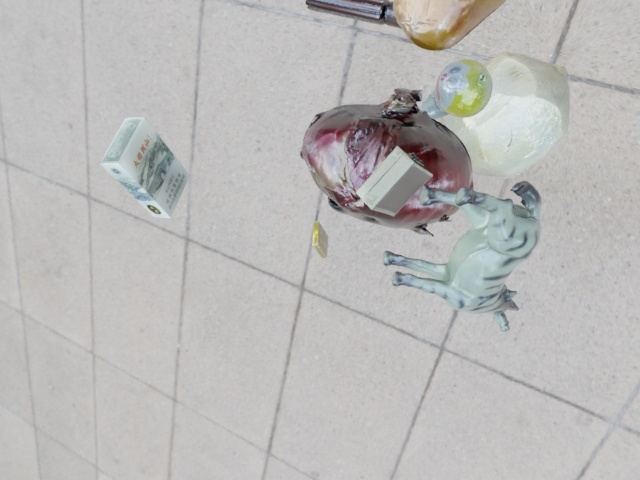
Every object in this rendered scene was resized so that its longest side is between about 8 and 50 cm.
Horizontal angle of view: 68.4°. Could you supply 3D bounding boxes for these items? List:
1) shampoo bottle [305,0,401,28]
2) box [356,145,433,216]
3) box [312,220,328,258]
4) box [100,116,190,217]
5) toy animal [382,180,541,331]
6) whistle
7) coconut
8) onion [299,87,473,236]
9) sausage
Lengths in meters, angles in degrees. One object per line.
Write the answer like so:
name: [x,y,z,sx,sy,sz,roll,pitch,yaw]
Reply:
shampoo bottle: [0.122,-0.751,1.511,0.323,0.129,0.084,18,115,12]
box: [0.098,-0.075,0.609,0.083,0.079,0.035,-48,65,19]
box: [0.000,0.000,1.616,0.022,0.156,0.089,-3,73,13]
box: [-0.157,-0.065,0.432,0.024,0.054,0.083,6,152,21]
toy animal: [0.165,0.023,0.483,0.176,0.073,0.217,10,140,-11]
whistle: [0.280,-0.319,1.023,0.123,0.123,0.223,65,159,-8]
coconut: [0.570,-0.378,1.412,0.360,0.346,0.346,-30,95,29]
onion: [0.116,-0.151,0.826,0.314,0.314,0.232,19,112,19]
sausage: [0.188,-0.319,0.489,0.109,0.109,0.270,45,107,4]
